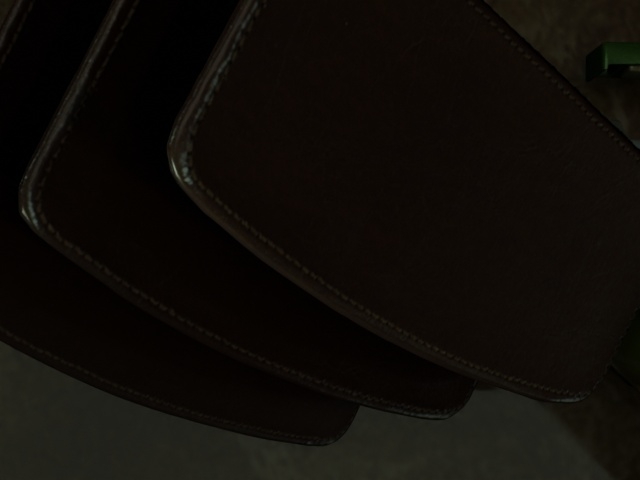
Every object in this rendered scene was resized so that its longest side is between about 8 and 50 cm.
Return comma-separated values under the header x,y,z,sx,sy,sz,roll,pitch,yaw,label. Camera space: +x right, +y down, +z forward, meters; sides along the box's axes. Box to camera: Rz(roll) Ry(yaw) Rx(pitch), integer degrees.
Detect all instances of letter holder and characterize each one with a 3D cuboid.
x,y,z,sx,sy,sz,roll,pitch,yaw,label
0.000,0.000,0.536,0.302,0.152,0.214,30,85,-45,letter holder

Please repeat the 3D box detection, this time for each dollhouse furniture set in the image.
x,y,z,sx,sy,sz,roll,pitch,yaw,label
0.180,-0.033,0.670,0.058,0.076,0.152,2,84,-4,dollhouse furniture set

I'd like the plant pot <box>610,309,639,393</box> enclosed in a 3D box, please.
x,y,z,sx,sy,sz,roll,pitch,yaw,label
0.282,0.049,0.598,0.207,0.228,0.227,-44,88,2,plant pot
